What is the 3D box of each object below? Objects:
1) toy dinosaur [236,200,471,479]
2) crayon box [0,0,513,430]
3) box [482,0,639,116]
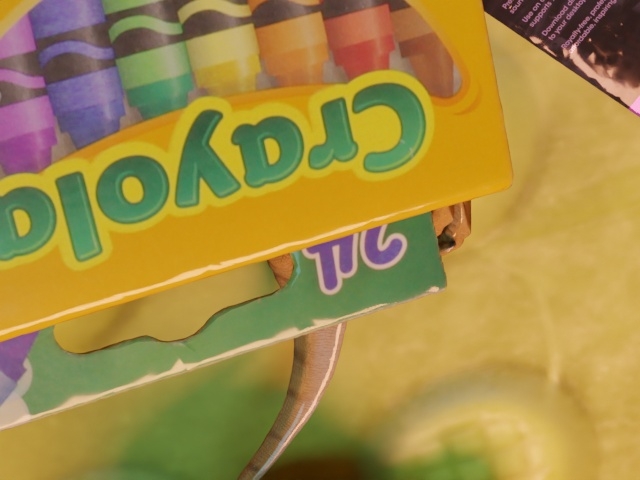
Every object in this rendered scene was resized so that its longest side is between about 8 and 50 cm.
[{"bbox_3d":[0.000,0.000,0.729,0.112,0.064,0.211,-5,110,13],"label":"toy dinosaur"},{"bbox_3d":[-0.063,-0.099,0.580,0.203,0.083,0.322,-17,107,-17],"label":"crayon box"},{"bbox_3d":[0.104,-0.123,0.688,0.162,0.029,0.116,30,109,-21],"label":"box"}]
